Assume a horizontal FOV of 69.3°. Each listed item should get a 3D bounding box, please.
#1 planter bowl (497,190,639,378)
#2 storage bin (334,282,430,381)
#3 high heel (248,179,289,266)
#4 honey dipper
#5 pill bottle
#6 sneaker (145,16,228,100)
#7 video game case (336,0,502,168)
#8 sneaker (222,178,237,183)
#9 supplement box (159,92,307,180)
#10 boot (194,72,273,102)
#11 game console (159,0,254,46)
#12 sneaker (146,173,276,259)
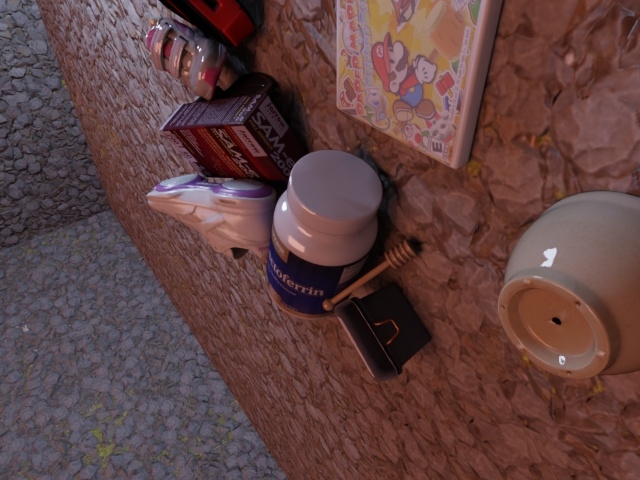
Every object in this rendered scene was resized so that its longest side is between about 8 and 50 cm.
[{"bbox_3d":[0.227,0.050,0.404,0.162,0.109,0.162,41,146,37],"label":"planter bowl"},{"bbox_3d":[0.102,0.132,0.715,0.135,0.091,0.098,58,153,8],"label":"storage bin"},{"bbox_3d":[-0.103,-0.032,0.910,0.186,0.093,0.260,28,123,41],"label":"high heel"},{"bbox_3d":[0.066,0.054,0.663,0.161,0.030,0.030,-37,77,18],"label":"honey dipper"},{"bbox_3d":[0.000,0.000,0.706,0.153,0.153,0.264,50,150,23],"label":"pill bottle"},{"bbox_3d":[-0.246,-0.326,0.818,0.252,0.111,0.102,47,121,46],"label":"sneaker"},{"bbox_3d":[0.089,-0.216,0.494,0.206,0.026,0.226,40,145,38],"label":"video game case"},{"bbox_3d":[-0.182,-0.049,1.007,0.132,0.086,0.229,63,173,-2],"label":"sneaker"},{"bbox_3d":[-0.154,-0.172,0.800,0.240,0.073,0.130,8,149,41],"label":"supplement box"},{"bbox_3d":[-0.138,-0.236,0.852,0.219,0.082,0.106,6,148,46],"label":"boot"},{"bbox_3d":[-0.293,-0.455,0.680,0.342,0.060,0.387,44,-173,38],"label":"game console"},{"bbox_3d":[-0.208,-0.039,0.847,0.305,0.114,0.152,11,119,35],"label":"sneaker"}]
